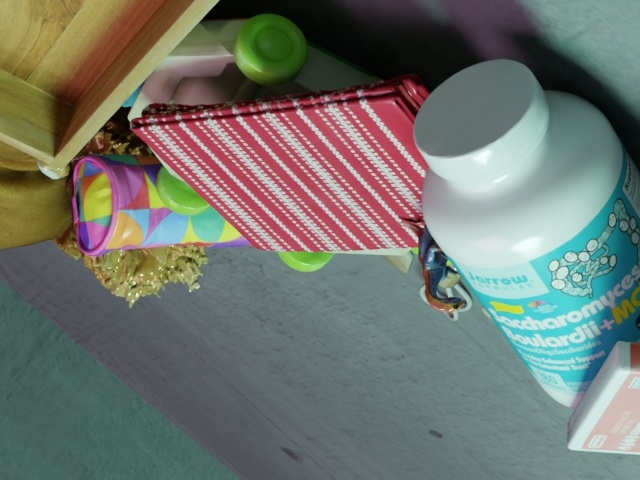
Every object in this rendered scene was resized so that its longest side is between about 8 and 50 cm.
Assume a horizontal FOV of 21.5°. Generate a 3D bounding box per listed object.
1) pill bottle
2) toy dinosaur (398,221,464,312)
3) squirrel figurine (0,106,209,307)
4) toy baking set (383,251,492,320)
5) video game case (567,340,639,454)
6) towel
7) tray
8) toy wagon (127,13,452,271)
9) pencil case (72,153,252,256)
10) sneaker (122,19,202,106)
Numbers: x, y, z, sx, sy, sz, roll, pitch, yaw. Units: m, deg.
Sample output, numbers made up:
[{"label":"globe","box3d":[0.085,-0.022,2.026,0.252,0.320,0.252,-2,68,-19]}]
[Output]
[{"label":"pill bottle","box3d":[0.166,-0.005,1.196,0.146,0.146,0.264,17,153,49]},{"label":"toy dinosaur","box3d":[0.090,0.020,1.269,0.047,0.082,0.090,32,153,-23]},{"label":"squirrel figurine","box3d":[-0.269,-0.112,1.719,0.397,0.281,0.370,29,156,-19]},{"label":"toy baking set","box3d":[0.131,0.036,1.567,0.256,0.030,0.196,25,158,37]},{"label":"video game case","box3d":[0.325,0.118,1.147,0.285,0.025,0.204,4,159,0]},{"label":"towel","box3d":[0.007,-0.053,1.317,0.275,0.031,0.199,-3,145,39]},{"label":"tray","box3d":[-0.209,-0.201,1.293,0.203,0.076,0.411,27,151,-18]},{"label":"toy wagon","box3d":[0.011,-0.060,1.405,0.344,0.068,0.267,26,151,-8]},{"label":"pencil case","box3d":[-0.118,-0.036,1.574,0.236,0.104,0.104,-1,-170,-37]},{"label":"sneaker","box3d":[-0.116,-0.160,1.482,0.229,0.092,0.087,14,146,10]}]
